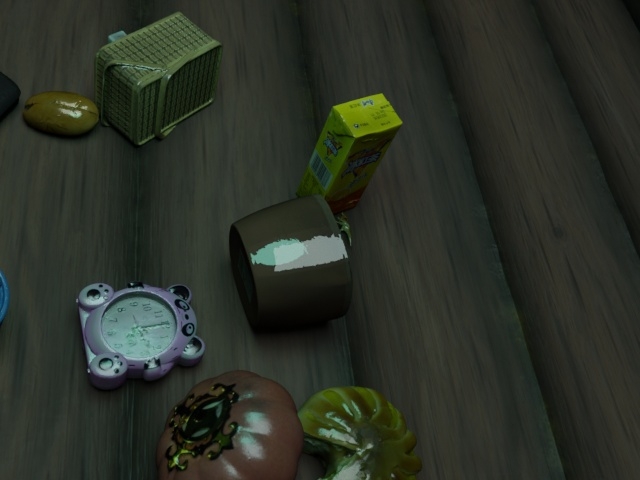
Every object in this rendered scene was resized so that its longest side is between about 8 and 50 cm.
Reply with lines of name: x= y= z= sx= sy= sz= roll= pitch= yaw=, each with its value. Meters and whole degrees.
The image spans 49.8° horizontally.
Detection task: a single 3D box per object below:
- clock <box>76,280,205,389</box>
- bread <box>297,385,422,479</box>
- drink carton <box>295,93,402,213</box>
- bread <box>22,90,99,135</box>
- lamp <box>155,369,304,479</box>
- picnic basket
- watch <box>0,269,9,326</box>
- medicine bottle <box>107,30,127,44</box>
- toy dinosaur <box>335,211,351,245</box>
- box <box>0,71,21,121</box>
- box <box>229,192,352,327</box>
clock: x=-0.386 y=0.195 z=1.489 sx=0.248 sy=0.090 sz=0.227 roll=-6 pitch=60 yaw=-25
bread: x=0.073 y=0.456 z=1.429 sx=0.333 sy=0.160 sz=0.333 roll=10 pitch=55 yaw=-15
drink carton: x=0.065 y=-0.205 z=1.751 sx=0.155 sy=0.351 sz=0.111 roll=-21 pitch=66 yaw=-29
bread: x=-0.656 y=-0.323 z=1.736 sx=0.189 sy=0.077 sz=0.114 roll=5 pitch=81 yaw=-9
lamp: x=-0.165 y=0.406 z=1.327 sx=0.305 sy=0.239 sz=0.305 roll=-20 pitch=42 yaw=20
picnic basket: x=-0.420 y=-0.415 z=1.803 sx=0.175 sy=0.228 sz=0.313 roll=39 pitch=53 yaw=12
watch: x=-0.751 y=0.153 z=1.315 sx=0.275 sy=0.241 sz=0.305 roll=12 pitch=53 yaw=-29
medicine bottle: x=-0.537 y=-0.516 z=1.921 sx=0.118 sy=0.074 sz=0.055 roll=46 pitch=54 yaw=13
toy dinosaur: x=0.061 y=-0.035 z=1.837 sx=0.041 sy=0.026 sz=0.113 roll=17 pitch=43 yaw=-29
box: x=-0.920 y=-0.347 z=1.657 sx=0.290 sy=0.073 sz=0.289 roll=31 pitch=53 yaw=-8
box: x=-0.079 y=0.054 z=1.584 sx=0.216 sy=0.301 sz=0.301 roll=-10 pitch=61 yaw=-17
